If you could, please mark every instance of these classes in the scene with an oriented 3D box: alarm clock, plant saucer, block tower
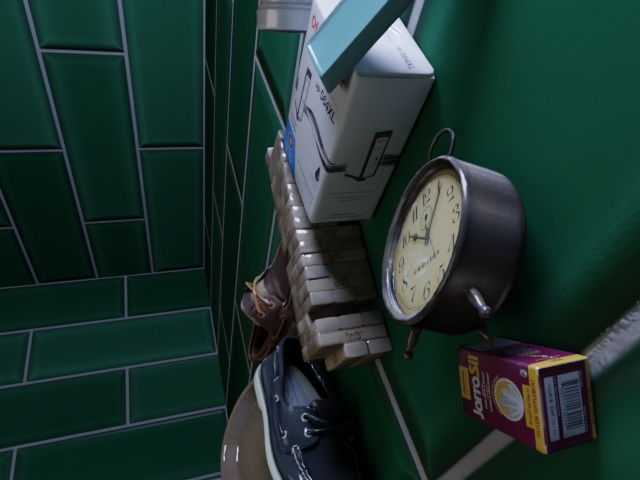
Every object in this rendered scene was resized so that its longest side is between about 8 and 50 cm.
[{"bbox_3d":[0.100,-0.012,0.362,0.129,0.064,0.191,124,155,-58],"label":"alarm clock"},{"bbox_3d":[-0.098,0.380,0.896,0.278,0.041,0.277,-33,39,32],"label":"plant saucer"},{"bbox_3d":[0.000,0.000,0.633,0.097,0.091,0.335,122,139,-60],"label":"block tower"},{"bbox_3d":[0.057,-0.211,0.375,0.192,0.018,0.067,-41,50,28],"label":"plant saucer"}]

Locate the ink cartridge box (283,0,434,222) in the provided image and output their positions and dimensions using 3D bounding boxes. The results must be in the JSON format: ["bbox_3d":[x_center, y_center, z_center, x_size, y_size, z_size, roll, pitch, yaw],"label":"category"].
[{"bbox_3d":[0.028,-0.140,0.519,0.203,0.086,0.148,108,150,-49],"label":"ink cartridge box"}]

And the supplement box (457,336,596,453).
[{"bbox_3d":[0.139,0.102,0.322,0.083,0.043,0.054,168,96,-72],"label":"supplement box"}]

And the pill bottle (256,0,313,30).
[{"bbox_3d":[-0.027,-0.380,0.525,0.146,0.146,0.263,-131,40,-60],"label":"pill bottle"}]

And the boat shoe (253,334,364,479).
[{"bbox_3d":[-0.009,0.268,0.694,0.113,0.127,0.340,-63,26,16],"label":"boat shoe"}]

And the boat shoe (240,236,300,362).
[{"bbox_3d":[-0.085,0.119,0.860,0.341,0.123,0.123,103,154,-43],"label":"boat shoe"}]
